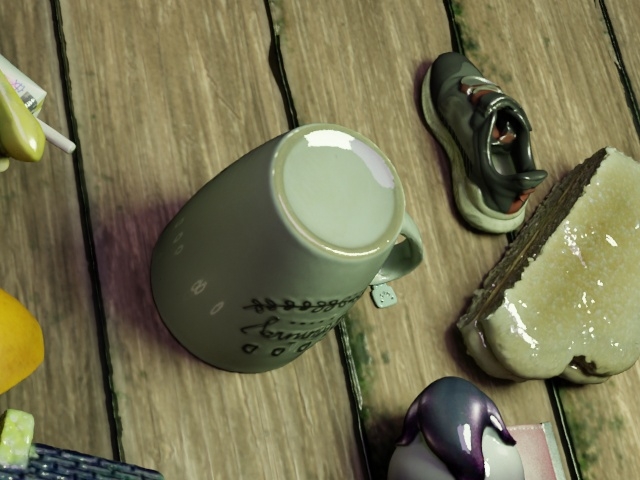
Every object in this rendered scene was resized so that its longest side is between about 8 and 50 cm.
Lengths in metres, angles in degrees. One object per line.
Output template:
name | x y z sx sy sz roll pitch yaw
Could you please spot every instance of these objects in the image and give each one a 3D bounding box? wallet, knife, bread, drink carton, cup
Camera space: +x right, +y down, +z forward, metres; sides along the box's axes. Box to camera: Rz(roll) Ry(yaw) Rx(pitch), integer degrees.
wallet | 0.212 0.300 1.287 0.119 0.025 0.232 -1 66 -27
knife | 0.054 0.026 1.347 0.027 0.010 0.096 -15 74 -33
bread | 0.295 0.047 1.408 0.183 0.102 0.337 42 55 -3
drink carton | -0.316 -0.138 1.194 0.200 0.074 0.084 42 55 -5
cup | 0.000 0.000 1.199 0.258 0.234 0.186 -1 67 -30

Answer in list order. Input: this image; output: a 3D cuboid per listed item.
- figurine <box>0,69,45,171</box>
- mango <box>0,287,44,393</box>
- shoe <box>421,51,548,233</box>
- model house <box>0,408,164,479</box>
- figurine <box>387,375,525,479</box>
figurine | -0.426 -0.080 0.963 0.378 0.361 0.266 -36 86 -9
mango | -0.370 0.107 0.982 0.350 0.201 0.199 -19 109 -41
shoe | 0.192 -0.124 1.432 0.099 0.112 0.227 -5 70 -28
model house | -0.206 0.246 1.007 0.194 0.170 0.211 16 59 -18
figurine | 0.125 0.241 1.206 0.145 0.145 0.222 6 65 -25
